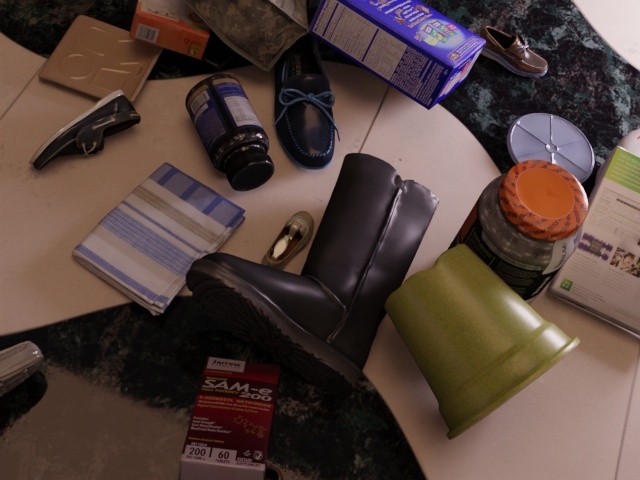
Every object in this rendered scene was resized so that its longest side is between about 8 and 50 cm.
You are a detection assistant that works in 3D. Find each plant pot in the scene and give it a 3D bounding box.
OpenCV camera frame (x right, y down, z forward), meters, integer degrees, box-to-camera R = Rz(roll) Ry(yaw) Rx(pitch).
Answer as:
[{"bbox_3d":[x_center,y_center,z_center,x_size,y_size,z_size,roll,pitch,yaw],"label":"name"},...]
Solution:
[{"bbox_3d":[0.253,0.155,1.551,0.276,0.276,0.254,-30,76,-27],"label":"plant pot"}]

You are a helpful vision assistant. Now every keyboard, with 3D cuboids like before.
[{"bbox_3d":[-0.277,-0.422,1.948,0.180,0.023,0.108,28,33,-1],"label":"keyboard"}]

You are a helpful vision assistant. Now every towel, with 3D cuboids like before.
[{"bbox_3d":[-0.296,-0.009,1.691,0.209,0.034,0.285,32,55,10],"label":"towel"}]

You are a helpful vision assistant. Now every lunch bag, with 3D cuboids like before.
[{"bbox_3d":[-0.174,-0.535,1.885,0.287,0.169,0.235,31,35,-28],"label":"lunch bag"}]

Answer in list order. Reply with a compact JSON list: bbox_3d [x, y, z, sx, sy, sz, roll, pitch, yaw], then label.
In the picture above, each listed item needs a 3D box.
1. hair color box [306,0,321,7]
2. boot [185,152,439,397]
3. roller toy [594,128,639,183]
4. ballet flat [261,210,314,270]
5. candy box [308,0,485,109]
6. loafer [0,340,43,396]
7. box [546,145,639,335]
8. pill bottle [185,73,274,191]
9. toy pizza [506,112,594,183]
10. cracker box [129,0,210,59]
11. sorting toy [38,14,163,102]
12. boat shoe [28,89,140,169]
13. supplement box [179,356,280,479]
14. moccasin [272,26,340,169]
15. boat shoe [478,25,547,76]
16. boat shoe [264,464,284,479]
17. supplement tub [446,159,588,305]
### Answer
[{"bbox_3d":[-0.041,-0.749,2.122,0.113,0.185,0.375,-16,63,-21],"label":"hair color box"},{"bbox_3d":[0.001,0.001,1.648,0.367,0.146,0.445,39,58,-19],"label":"boot"},{"bbox_3d":[0.696,-0.135,1.930,0.209,0.146,0.191,10,56,-6],"label":"roller toy"},{"bbox_3d":[-0.056,-0.003,1.729,0.057,0.052,0.168,27,56,7],"label":"ballet flat"},{"bbox_3d":[0.168,-0.441,1.962,0.317,0.122,0.268,35,33,8],"label":"candy box"},{"bbox_3d":[-0.600,0.224,1.427,0.319,0.112,0.112,-22,74,-24],"label":"loafer"},{"bbox_3d":[0.621,0.006,1.797,0.232,0.058,0.322,26,85,4],"label":"box"},{"bbox_3d":[-0.175,-0.211,1.791,0.122,0.123,0.219,-16,64,-22],"label":"pill bottle"},{"bbox_3d":[0.502,-0.194,1.992,0.201,0.032,0.201,6,59,-9],"label":"toy pizza"},{"bbox_3d":[-0.311,-0.493,1.925,0.155,0.067,0.232,15,42,-16],"label":"cracker box"},{"bbox_3d":[-0.451,-0.370,1.883,0.208,0.038,0.193,17,56,3],"label":"sorting toy"},{"bbox_3d":[-0.453,-0.201,1.749,0.233,0.084,0.079,-39,98,-25],"label":"boat shoe"},{"bbox_3d":[-0.141,0.295,1.452,0.130,0.073,0.239,7,32,-1],"label":"supplement box"},{"bbox_3d":[-0.043,-0.308,1.885,0.137,0.117,0.342,-6,60,-16],"label":"moccasin"},{"bbox_3d":[0.450,-0.441,2.113,0.183,0.066,0.066,23,56,2],"label":"boat shoe"},{"bbox_3d":[-0.175,0.412,1.415,0.257,0.095,0.095,-21,65,-24],"label":"boat shoe"},{"bbox_3d":[0.352,0.005,1.661,0.193,0.316,0.194,6,58,-10],"label":"supplement tub"}]
